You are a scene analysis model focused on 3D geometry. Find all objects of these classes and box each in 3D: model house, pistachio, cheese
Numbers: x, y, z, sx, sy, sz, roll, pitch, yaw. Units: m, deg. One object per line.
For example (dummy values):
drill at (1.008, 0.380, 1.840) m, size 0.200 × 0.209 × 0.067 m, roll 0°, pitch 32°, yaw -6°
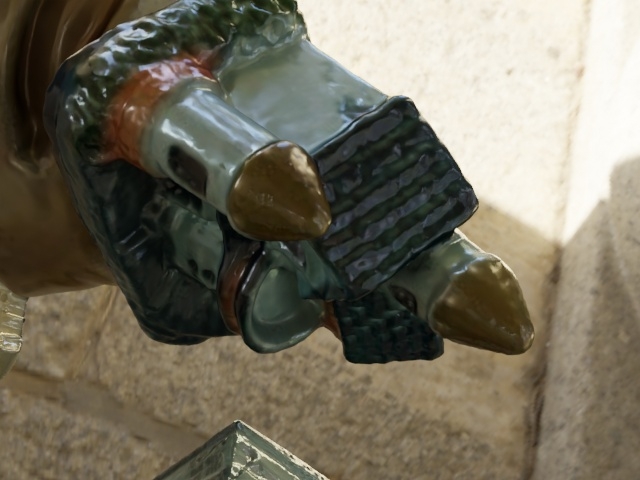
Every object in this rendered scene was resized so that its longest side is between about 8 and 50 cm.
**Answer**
model house at (0.000, 0.000, 0.698) m, size 0.184 × 0.253 × 0.291 m, roll -37°, pitch 50°, yaw -27°
pistachio at (-0.177, -0.161, 0.962) m, size 0.281 × 0.365 × 0.446 m, roll 19°, pitch 91°, yaw 0°
cheese at (-0.473, 0.144, 1.521) m, size 0.070 × 0.249 × 0.163 m, roll 23°, pitch 37°, yaw -34°

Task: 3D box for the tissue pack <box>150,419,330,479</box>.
tissue pack at (-0.080, 0.259, 0.853) m, size 0.185 × 0.257 × 0.081 m, roll 39°, pitch 32°, yaw -22°
